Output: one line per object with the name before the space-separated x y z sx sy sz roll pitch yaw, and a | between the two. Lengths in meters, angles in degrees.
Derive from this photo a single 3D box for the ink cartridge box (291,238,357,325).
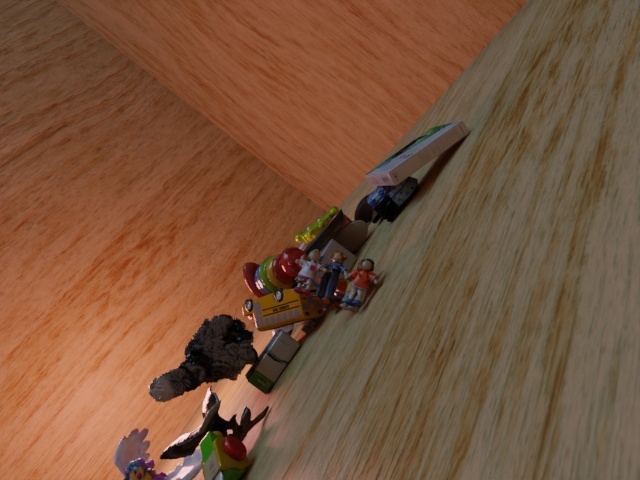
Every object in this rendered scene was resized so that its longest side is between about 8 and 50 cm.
ink cartridge box | -0.019 0.169 1.921 0.307 0.129 0.223 -47 7 49

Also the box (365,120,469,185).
box | 0.330 -0.300 1.714 0.322 0.059 0.232 -35 13 -9

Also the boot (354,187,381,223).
boot | 0.240 -0.125 2.091 0.264 0.096 0.280 -43 15 19

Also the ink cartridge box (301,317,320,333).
ink cartridge box | -0.021 0.277 1.764 0.063 0.029 0.115 -47 6 48

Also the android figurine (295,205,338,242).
android figurine | -0.013 -0.069 2.316 0.248 0.056 0.273 -36 7 11

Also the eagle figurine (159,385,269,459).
eagle figurine | -0.338 0.573 1.478 0.298 0.226 0.225 -2 84 37

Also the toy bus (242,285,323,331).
toy bus | -0.144 0.245 1.768 0.108 0.130 0.332 -2 -15 -46

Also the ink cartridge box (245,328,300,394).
ink cartridge box | -0.170 0.425 1.741 0.208 0.086 0.153 -54 4 -12

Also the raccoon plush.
raccoon plush | -0.424 0.434 1.701 0.446 0.216 0.299 -15 -27 -39

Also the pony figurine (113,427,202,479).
pony figurine | -0.552 0.811 1.576 0.351 0.302 0.364 -80 1 -81

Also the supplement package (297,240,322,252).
supplement package | -0.091 0.154 2.454 0.293 0.177 0.175 -53 5 -1

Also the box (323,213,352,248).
box | 0.090 -0.021 2.288 0.123 0.128 0.257 -48 6 22

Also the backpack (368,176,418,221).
backpack | 0.271 -0.176 1.790 0.173 0.117 0.158 -47 7 25

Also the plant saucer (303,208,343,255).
plant saucer | 0.000 0.000 2.032 0.311 0.050 0.310 -48 2 2

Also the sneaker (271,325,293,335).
sneaker | -0.176 0.397 2.151 0.235 0.090 0.095 -61 -3 -84

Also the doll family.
doll family | 0.056 0.107 1.397 0.163 0.262 0.118 -68 -30 -22

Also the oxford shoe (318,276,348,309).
oxford shoe | 0.059 0.176 1.550 0.271 0.096 0.099 -176 90 -76

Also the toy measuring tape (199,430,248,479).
toy measuring tape | -0.219 0.581 1.193 0.121 0.121 0.330 -52 27 0

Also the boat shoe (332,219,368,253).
boat shoe | 0.086 0.031 2.061 0.335 0.112 0.095 -54 8 25

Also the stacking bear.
stacking bear | -0.148 0.114 1.874 0.175 0.164 0.289 -1 -21 -38
